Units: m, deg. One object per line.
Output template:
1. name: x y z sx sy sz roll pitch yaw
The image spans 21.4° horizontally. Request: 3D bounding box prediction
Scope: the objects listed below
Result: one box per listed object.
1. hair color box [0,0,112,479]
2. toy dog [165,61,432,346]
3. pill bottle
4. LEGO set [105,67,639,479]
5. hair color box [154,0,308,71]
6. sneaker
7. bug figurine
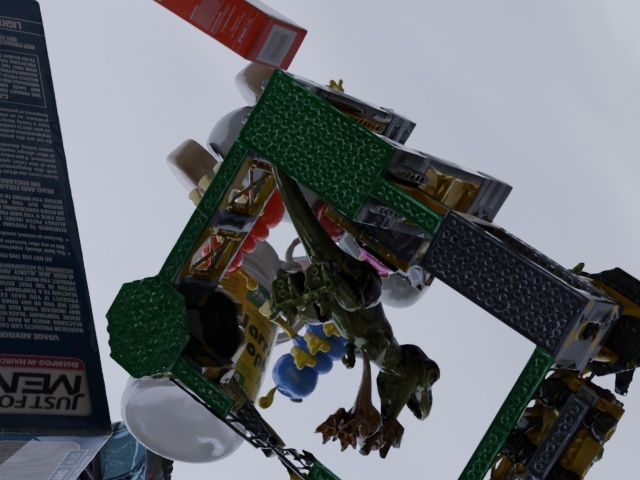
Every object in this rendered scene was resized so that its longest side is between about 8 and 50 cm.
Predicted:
1. hair color box: -0.240 0.015 1.131 0.105 0.174 0.347 6 -126 -29
2. toy dog: -0.015 -0.031 1.800 0.334 0.220 0.161 64 -177 26
3. pill bottle: -0.100 0.089 1.542 0.117 0.117 0.208 45 -142 -26
4. LEGO set: 0.058 0.054 1.012 0.331 0.255 0.192 27 -172 30
5. hair color box: -0.105 -0.236 1.704 0.167 0.053 0.093 33 -169 23
6. sneaker: -0.260 0.232 1.694 0.125 0.261 0.104 21 -119 -46
7. bug figurine: 0.000 0.000 1.309 0.072 0.216 0.279 38 -170 -34
